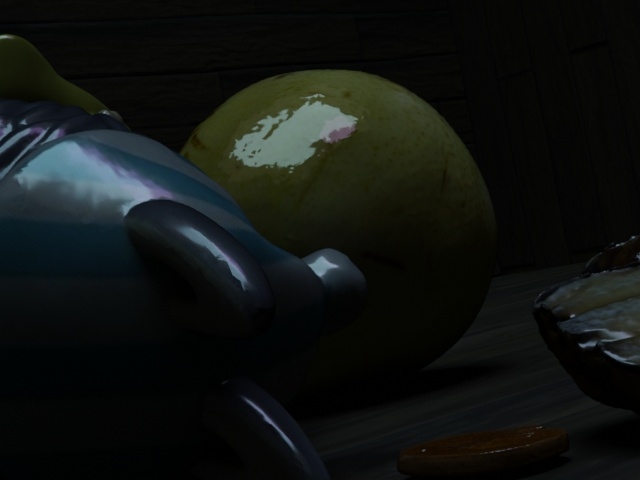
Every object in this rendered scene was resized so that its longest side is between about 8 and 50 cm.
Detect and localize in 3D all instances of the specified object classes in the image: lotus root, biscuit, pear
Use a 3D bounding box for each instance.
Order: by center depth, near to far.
[{"bbox_3d":[0.085,0.108,0.700,0.078,0.015,0.091,-8,-2,-37],"label":"biscuit"},{"bbox_3d":[0.281,0.046,0.751,0.329,0.078,0.167,-9,22,-11],"label":"lotus root"},{"bbox_3d":[0.000,0.000,1.217,0.309,0.309,0.309,-11,-1,0],"label":"pear"}]

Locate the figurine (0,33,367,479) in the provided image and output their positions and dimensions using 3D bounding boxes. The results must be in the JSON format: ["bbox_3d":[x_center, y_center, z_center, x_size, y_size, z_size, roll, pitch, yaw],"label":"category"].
[{"bbox_3d":[-0.096,0.087,0.802,0.361,0.266,0.377,23,10,-40],"label":"figurine"}]

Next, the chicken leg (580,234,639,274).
[{"bbox_3d":[0.275,0.049,1.020,0.113,0.093,0.304,-29,6,4],"label":"chicken leg"}]
